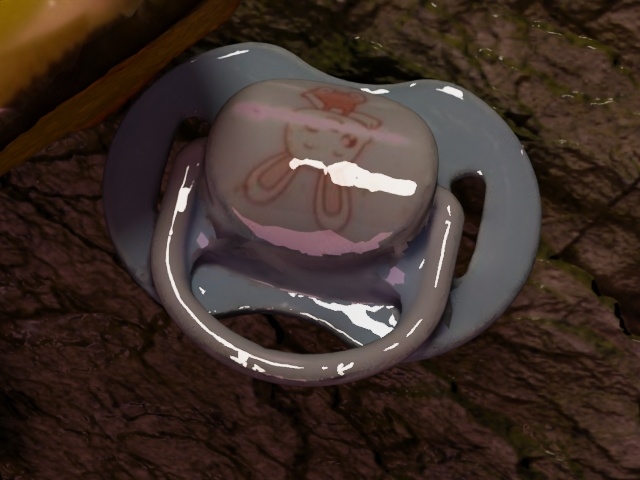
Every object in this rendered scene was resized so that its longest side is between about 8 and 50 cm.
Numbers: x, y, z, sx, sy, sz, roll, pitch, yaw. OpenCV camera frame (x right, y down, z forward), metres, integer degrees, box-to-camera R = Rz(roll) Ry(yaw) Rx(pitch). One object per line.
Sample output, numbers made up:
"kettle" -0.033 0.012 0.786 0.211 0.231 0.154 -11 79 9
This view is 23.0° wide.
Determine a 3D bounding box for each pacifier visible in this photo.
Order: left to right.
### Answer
"pacifier" 0.000 0.000 1.057 0.287 0.238 0.226 9 160 6

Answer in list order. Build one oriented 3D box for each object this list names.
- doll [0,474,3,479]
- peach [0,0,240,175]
"doll" -0.327 0.109 1.280 0.201 0.156 0.303 36 168 37
"peach" -0.219 -0.193 0.911 0.380 0.242 0.306 31 111 6
